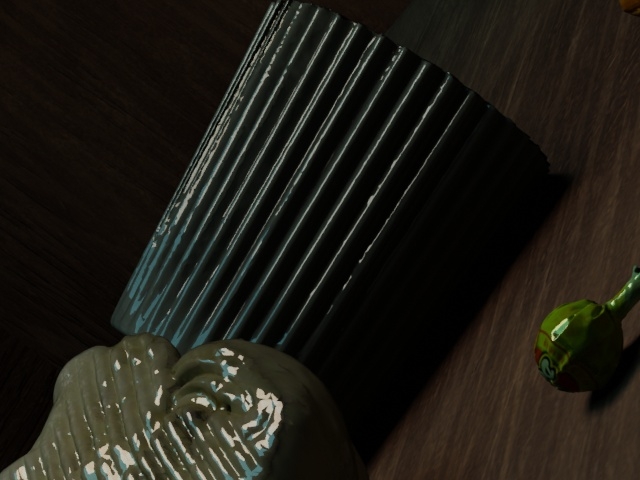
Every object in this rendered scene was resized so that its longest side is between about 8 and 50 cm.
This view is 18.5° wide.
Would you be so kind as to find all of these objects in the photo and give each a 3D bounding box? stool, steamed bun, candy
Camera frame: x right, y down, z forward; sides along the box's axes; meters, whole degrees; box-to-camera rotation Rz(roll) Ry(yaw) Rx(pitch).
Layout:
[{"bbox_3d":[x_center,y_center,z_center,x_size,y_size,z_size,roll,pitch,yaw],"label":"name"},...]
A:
[{"bbox_3d":[0.000,0.000,1.764,0.330,0.297,0.297,-59,9,-6],"label":"stool"},{"bbox_3d":[-0.096,0.240,1.457,0.310,0.219,0.324,8,67,48],"label":"steamed bun"},{"bbox_3d":[0.216,0.023,1.272,0.194,0.058,0.062,-44,-24,0],"label":"candy"}]

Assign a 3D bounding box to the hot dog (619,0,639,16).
[{"bbox_3d":[0.327,-0.258,1.699,0.249,0.068,0.100,153,126,-74],"label":"hot dog"}]
